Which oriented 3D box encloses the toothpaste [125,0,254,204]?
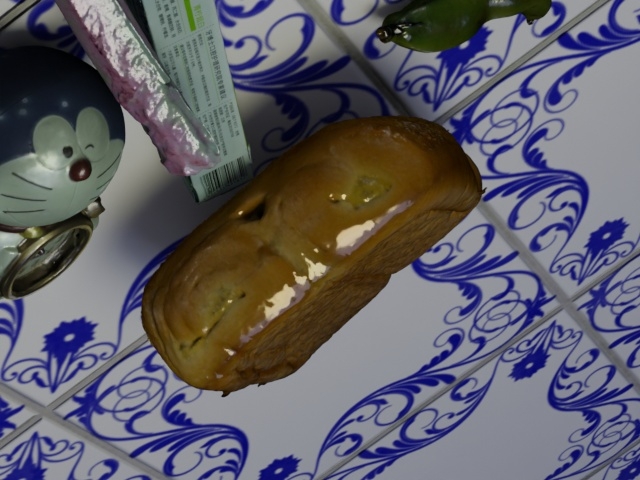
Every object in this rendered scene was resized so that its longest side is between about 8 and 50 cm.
[{"bbox_3d":[-0.120,-0.162,1.585,0.067,0.081,0.336,-26,147,-11],"label":"toothpaste"}]

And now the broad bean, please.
[{"bbox_3d":[0.136,-0.216,1.753,0.214,0.048,0.070,-14,142,-31],"label":"broad bean"}]

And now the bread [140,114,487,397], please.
[{"bbox_3d":[-0.005,-0.006,1.774,0.328,0.148,0.337,-43,171,13],"label":"bread"}]

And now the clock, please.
[{"bbox_3d":[-0.260,-0.052,1.558,0.199,0.146,0.243,-21,153,-45],"label":"clock"}]

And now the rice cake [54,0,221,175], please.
[{"bbox_3d":[-0.164,-0.163,1.468,0.051,0.081,0.290,-43,126,-19],"label":"rice cake"}]
